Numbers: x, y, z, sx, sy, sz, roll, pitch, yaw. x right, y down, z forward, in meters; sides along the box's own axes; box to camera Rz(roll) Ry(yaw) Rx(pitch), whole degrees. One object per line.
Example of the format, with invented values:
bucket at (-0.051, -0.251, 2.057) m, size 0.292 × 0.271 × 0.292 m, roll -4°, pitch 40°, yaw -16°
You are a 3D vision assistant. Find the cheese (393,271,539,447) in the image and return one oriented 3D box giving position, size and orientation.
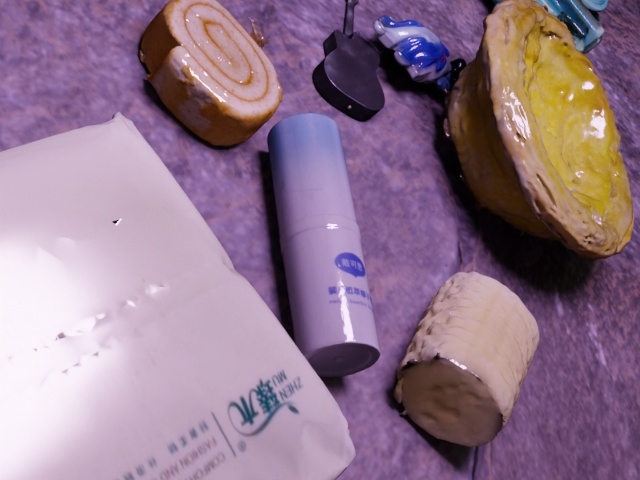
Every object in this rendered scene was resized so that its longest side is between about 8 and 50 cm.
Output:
cheese at (0.146, 0.116, 1.048) m, size 0.123 × 0.094 × 0.167 m, roll 39°, pitch 36°, yaw -1°

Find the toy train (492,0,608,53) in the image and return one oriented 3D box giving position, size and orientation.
toy train at (0.295, -0.384, 1.557) m, size 0.298 × 0.120 × 0.194 m, roll 50°, pitch 46°, yaw -3°

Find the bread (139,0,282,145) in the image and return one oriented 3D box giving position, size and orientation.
bread at (-0.106, -0.167, 1.025) m, size 0.149 × 0.073 × 0.122 m, roll 47°, pitch 41°, yaw -7°

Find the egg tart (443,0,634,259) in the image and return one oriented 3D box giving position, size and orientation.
egg tart at (0.261, -0.126, 1.287) m, size 0.345 × 0.132 × 0.345 m, roll 29°, pitch 50°, yaw -41°

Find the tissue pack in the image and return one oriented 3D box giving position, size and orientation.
tissue pack at (-0.201, 0.118, 0.610) m, size 0.297 × 0.207 × 0.380 m, roll 55°, pitch 39°, yaw 4°

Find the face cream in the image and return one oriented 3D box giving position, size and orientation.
face cream at (0.000, 0.000, 1.000) m, size 0.077 × 0.077 × 0.250 m, roll 15°, pitch 52°, yaw -37°

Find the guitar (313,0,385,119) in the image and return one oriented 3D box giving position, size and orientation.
guitar at (0.038, -0.238, 1.258) m, size 0.088 × 0.025 × 0.233 m, roll 29°, pitch 45°, yaw -25°

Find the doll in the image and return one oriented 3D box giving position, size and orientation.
doll at (0.121, -0.224, 1.298) m, size 0.195 × 0.070 × 0.096 m, roll 20°, pitch 41°, yaw -49°
